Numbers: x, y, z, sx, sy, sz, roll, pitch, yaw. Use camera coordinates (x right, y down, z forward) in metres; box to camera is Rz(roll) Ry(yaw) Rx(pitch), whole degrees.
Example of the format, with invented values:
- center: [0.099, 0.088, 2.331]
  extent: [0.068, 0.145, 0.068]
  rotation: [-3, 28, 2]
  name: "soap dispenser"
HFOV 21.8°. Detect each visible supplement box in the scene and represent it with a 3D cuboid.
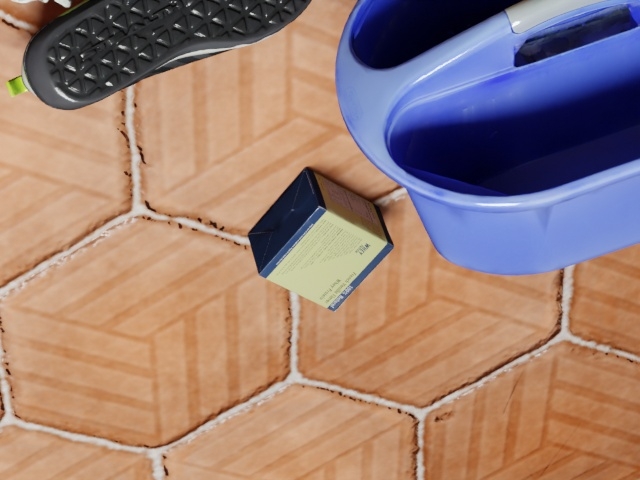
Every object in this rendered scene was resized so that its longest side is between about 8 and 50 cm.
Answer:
- center: [0.000, 0.000, 1.376]
  extent: [0.083, 0.056, 0.083]
  rotation: [27, 118, -31]
  name: "supplement box"

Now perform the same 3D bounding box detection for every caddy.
- center: [0.182, -0.126, 1.184]
  extent: [0.341, 0.241, 0.179]
  rotation: [-19, 149, 0]
  name: "caddy"

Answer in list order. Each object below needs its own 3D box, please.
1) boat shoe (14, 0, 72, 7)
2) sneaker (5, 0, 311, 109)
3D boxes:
- center: [-0.178, -0.211, 1.122]
  extent: [0.306, 0.105, 0.113]
  rotation: [-10, 130, -7]
  name: "boat shoe"
- center: [-0.120, -0.163, 1.205]
  extent: [0.234, 0.097, 0.084]
  rotation: [-23, 100, -18]
  name: "sneaker"
